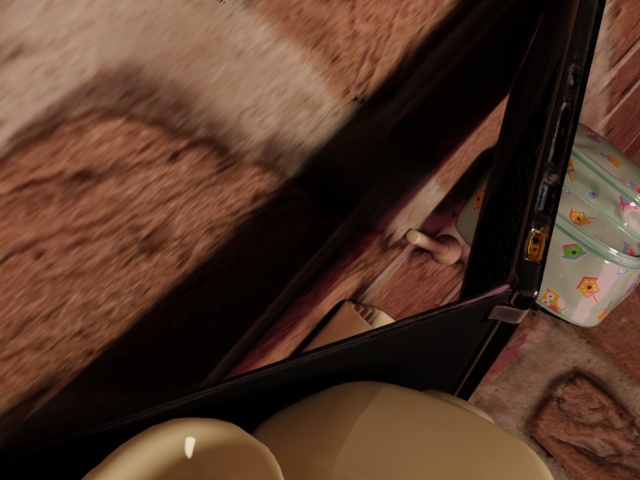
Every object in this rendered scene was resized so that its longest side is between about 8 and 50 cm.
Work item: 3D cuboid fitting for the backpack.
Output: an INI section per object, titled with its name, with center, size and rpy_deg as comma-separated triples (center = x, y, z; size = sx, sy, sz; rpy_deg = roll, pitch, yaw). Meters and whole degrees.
[backpack]
center = 0.204, -0.016, 1.409
size = 0.144, 0.166, 0.188
rpy_deg = -53, 172, 26

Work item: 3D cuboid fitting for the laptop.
[laptop]
center = 0.000, 0.000, 1.011
size = 0.382, 0.236, 0.407
rpy_deg = 101, 4, -73

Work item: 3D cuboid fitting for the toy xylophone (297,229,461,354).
[toy xylophone]
center = 0.046, 0.100, 1.438
size = 0.236, 0.081, 0.323
rpy_deg = -50, 171, 11

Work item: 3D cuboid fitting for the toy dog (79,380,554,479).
[toy dog]
center = -0.040, 0.286, 0.833
size = 0.395, 0.285, 0.407
rpy_deg = -85, -165, -66
